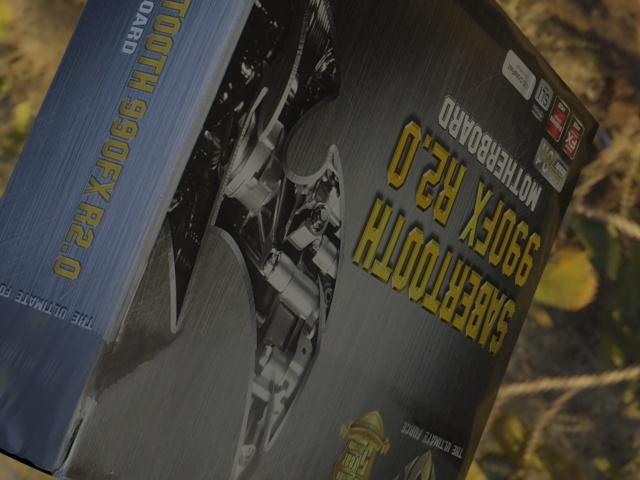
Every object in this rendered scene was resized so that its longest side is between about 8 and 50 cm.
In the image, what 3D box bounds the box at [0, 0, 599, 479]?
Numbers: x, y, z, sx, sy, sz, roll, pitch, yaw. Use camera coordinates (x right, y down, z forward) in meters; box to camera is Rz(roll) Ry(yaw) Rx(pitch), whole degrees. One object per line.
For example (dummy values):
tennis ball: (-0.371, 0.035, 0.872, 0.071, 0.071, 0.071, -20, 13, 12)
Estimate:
box: (0.000, 0.000, 0.493, 0.056, 0.183, 0.231, 17, 171, 31)
